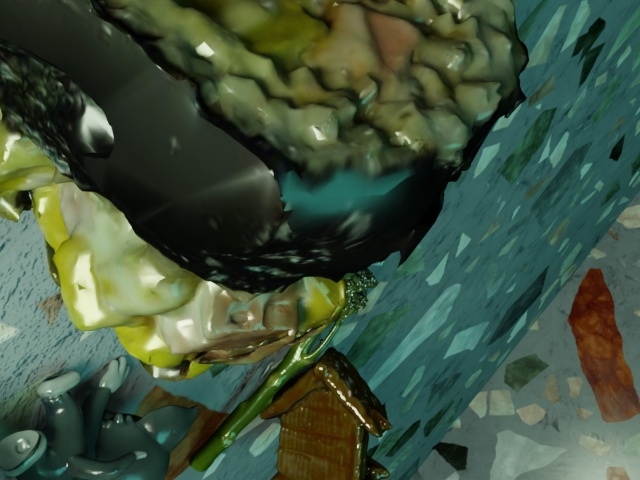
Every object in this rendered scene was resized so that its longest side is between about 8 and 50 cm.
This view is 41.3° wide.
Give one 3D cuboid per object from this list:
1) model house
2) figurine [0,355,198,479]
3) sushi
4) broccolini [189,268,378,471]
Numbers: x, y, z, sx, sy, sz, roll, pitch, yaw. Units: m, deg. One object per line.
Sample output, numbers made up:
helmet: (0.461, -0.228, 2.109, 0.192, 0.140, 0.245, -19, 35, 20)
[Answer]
model house: (0.018, 0.277, 1.308, 0.199, 0.220, 0.229, -11, 107, -69)
figurine: (-0.237, 0.220, 0.907, 0.193, 0.140, 0.265, -62, 173, -17)
sushi: (-0.061, -0.094, 0.590, 0.328, 0.328, 0.285, -51, 173, -39)
broccolini: (-0.062, 0.181, 1.250, 0.392, 0.079, 0.074, -48, 166, 10)
